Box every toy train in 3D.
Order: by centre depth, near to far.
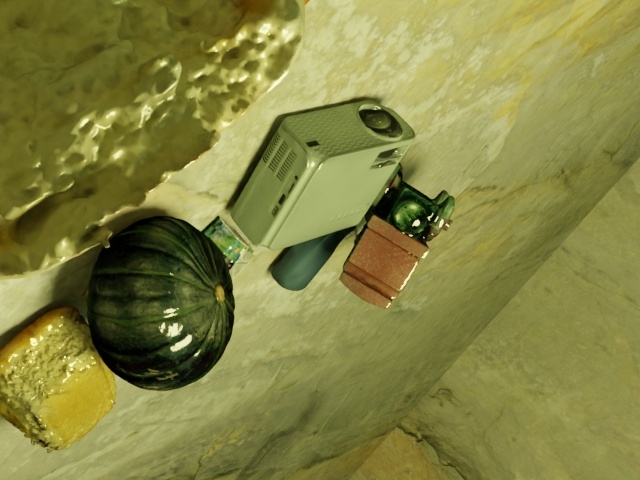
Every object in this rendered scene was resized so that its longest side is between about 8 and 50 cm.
[{"bbox_3d":[0.126,-0.013,1.998,0.221,0.150,0.304,-59,-179,7],"label":"toy train"}]

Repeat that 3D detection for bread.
[{"bbox_3d":[-0.208,-0.133,1.005,0.424,0.329,0.245,-41,161,-19],"label":"bread"},{"bbox_3d":[-0.384,0.205,1.676,0.174,0.121,0.245,-50,159,-23],"label":"bread"}]

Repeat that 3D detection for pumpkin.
[{"bbox_3d":[-0.232,0.086,1.610,0.250,0.216,0.250,8,90,-79],"label":"pumpkin"}]

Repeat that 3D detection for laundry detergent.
[{"bbox_3d":[-0.001,-0.001,2.046,0.206,0.061,0.096,-51,153,21],"label":"laundry detergent"}]

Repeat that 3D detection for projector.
[{"bbox_3d":[0.003,-0.106,1.774,0.250,0.108,0.198,-18,149,-46],"label":"projector"}]

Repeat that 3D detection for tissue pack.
[{"bbox_3d":[-0.162,0.035,1.794,0.111,0.079,0.085,-43,160,2],"label":"tissue pack"}]

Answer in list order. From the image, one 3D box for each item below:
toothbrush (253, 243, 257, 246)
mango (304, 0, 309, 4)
[{"bbox_3d":[-0.107,-0.015,1.897,0.006,0.008,0.097,-48,163,-24],"label":"toothbrush"},{"bbox_3d":[-0.054,-0.312,1.252,0.141,0.102,0.217,-16,146,-39],"label":"mango"}]
